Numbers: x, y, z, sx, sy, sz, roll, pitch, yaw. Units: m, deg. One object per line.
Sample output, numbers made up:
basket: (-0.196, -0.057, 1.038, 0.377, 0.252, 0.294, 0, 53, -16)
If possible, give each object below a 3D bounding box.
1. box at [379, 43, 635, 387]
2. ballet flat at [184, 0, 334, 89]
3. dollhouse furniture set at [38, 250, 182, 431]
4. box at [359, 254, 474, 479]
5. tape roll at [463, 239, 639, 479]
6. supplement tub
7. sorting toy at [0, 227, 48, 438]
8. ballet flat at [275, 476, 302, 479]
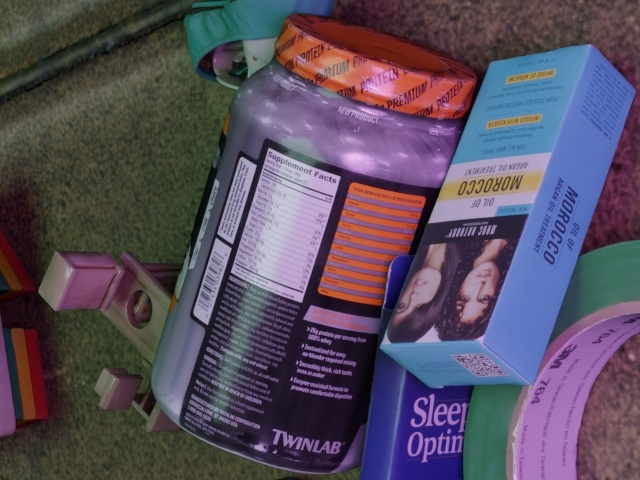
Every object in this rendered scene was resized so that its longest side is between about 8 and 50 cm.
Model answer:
box: (0.132, -0.017, 1.363, 0.100, 0.060, 0.244, -6, 54, 47)
ballet flat: (-0.044, -0.165, 1.576, 0.247, 0.083, 0.087, 178, 84, -69)
dollhouse furniture set: (-0.154, 0.104, 1.637, 0.101, 0.182, 0.161, 42, 117, 37)
box: (0.091, 0.124, 1.429, 0.036, 0.136, 0.225, 12, 98, 45)
tape roll: (0.242, 0.160, 1.324, 0.321, 0.077, 0.321, -2, 88, 44)
supplement tub: (0.000, 0.000, 1.483, 0.193, 0.193, 0.316, 31, 110, 40)
sorting toy: (-0.375, 0.088, 1.919, 0.257, 0.089, 0.256, -20, 75, 43)
ballet flat: (-0.060, 0.250, 1.647, 0.049, 0.057, 0.173, 41, 128, -10)
